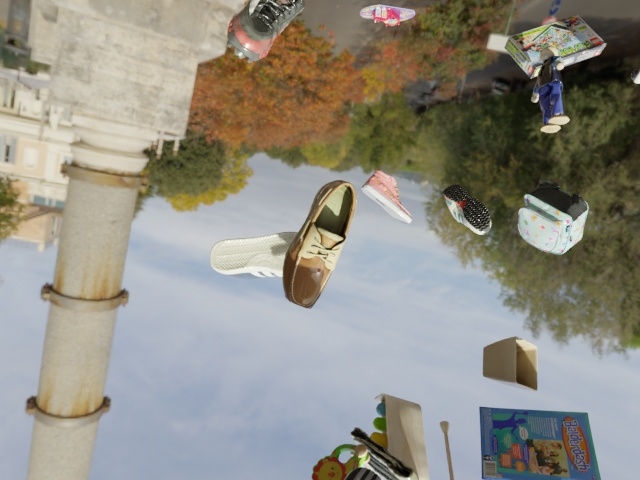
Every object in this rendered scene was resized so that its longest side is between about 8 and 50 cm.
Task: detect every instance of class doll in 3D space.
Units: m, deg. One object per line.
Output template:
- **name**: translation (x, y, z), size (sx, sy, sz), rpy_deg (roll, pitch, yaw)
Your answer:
- **doll**: translation (0.486, -0.327, 1.107), size (0.046, 0.189, 0.129), rpy_deg (3, 166, -2)

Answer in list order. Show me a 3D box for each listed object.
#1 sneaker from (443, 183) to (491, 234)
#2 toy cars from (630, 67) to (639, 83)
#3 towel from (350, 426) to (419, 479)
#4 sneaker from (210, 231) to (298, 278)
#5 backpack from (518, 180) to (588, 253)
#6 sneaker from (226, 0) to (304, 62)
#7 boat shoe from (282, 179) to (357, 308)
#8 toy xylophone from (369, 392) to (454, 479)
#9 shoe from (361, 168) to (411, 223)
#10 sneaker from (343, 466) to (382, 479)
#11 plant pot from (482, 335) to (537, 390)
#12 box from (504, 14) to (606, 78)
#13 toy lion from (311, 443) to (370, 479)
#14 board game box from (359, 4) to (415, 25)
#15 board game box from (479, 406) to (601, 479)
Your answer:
- **sneaker**: translation (0.349, -0.062, 1.226), size (0.161, 0.057, 0.075), rpy_deg (58, 179, 41)
- **toy cars**: translation (0.634, -0.352, 0.893), size (0.087, 0.176, 0.393), rpy_deg (30, -164, 16)
- **towel**: translation (0.193, 0.585, 1.149), size (0.056, 0.324, 0.312), rpy_deg (-34, -173, -16)
- **sneaker**: translation (-0.128, 0.049, 1.487), size (0.350, 0.131, 0.148), rpy_deg (3, 169, 8)
- **backpack**: translation (0.657, -0.049, 1.486), size (0.166, 0.144, 0.188), rpy_deg (37, 164, 40)
- **sneaker**: translation (-0.104, -0.474, 1.076), size (0.097, 0.135, 0.276), rpy_deg (39, -134, -17)
- **boat shoe**: translation (0.000, 0.000, 1.233), size (0.122, 0.324, 0.120), rpy_deg (20, 170, -12)
- **toy xylophone**: translation (0.243, 0.567, 1.426), size (0.236, 0.081, 0.323), rpy_deg (25, -143, -5)
- **shoe**: translation (0.211, -0.129, 1.523), size (0.178, 0.081, 0.063), rpy_deg (38, 170, -2)
- **sneaker**: translation (0.024, 0.468, 0.815), size (0.083, 0.098, 0.223), rpy_deg (30, -134, 28)
- **plant pot**: translation (0.453, 0.298, 1.258), size (0.109, 0.109, 0.096), rpy_deg (27, 153, -37)
- **box**: translation (0.562, -0.467, 1.250), size (0.207, 0.036, 0.114), rpy_deg (-22, -115, -14)
- **toy lion**: translation (0.034, 0.422, 0.958), size (0.096, 0.034, 0.100), rpy_deg (1, -137, 24)
- **board game box**: translation (0.203, -0.680, 1.599), size (0.168, 0.033, 0.133), rpy_deg (1, -173, -18)
- **board game box**: translation (0.423, 0.413, 1.024), size (0.210, 0.047, 0.160), rpy_deg (-2, -140, 17)
